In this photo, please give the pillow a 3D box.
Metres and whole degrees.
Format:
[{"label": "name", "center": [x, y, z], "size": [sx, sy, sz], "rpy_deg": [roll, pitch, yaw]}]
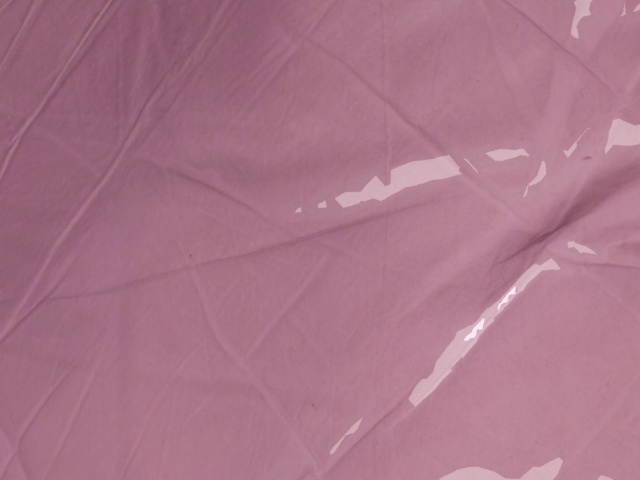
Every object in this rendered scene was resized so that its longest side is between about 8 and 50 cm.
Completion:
[{"label": "pillow", "center": [-0.001, 0.002, 0.507], "size": [0.274, 0.076, 0.281], "rpy_deg": [-14, 65, 28]}]
